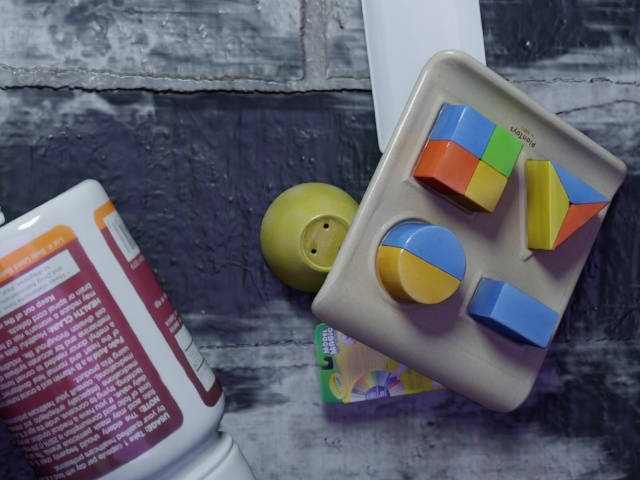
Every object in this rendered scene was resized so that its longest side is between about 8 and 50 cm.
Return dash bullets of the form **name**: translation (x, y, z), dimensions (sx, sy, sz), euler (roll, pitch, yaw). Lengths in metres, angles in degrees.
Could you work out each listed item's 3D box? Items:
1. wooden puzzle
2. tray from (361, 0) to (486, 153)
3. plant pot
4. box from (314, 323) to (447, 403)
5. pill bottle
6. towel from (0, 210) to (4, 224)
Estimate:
- **wooden puzzle**: translation (0.195, 0.000, 1.426), dimensions (0.322, 0.080, 0.347), euler (29, 85, -27)
- **tray**: translation (0.124, -0.246, 1.473), dimensions (0.145, 0.030, 0.270), euler (-8, 96, -8)
- **plant pot**: translation (0.000, 0.000, 1.437), dimensions (0.134, 0.095, 0.134), euler (-1, 95, -9)
- **box**: translation (0.082, 0.138, 1.490), dimensions (0.179, 0.043, 0.105), euler (-7, 96, -11)
- **pill bottle**: translation (-0.245, 0.152, 1.344), dimensions (0.224, 0.224, 0.392), euler (-30, 98, -6)
- **towel**: translation (-0.508, -0.083, 1.284), dimensions (0.284, 0.121, 0.235), euler (-25, 113, -22)
